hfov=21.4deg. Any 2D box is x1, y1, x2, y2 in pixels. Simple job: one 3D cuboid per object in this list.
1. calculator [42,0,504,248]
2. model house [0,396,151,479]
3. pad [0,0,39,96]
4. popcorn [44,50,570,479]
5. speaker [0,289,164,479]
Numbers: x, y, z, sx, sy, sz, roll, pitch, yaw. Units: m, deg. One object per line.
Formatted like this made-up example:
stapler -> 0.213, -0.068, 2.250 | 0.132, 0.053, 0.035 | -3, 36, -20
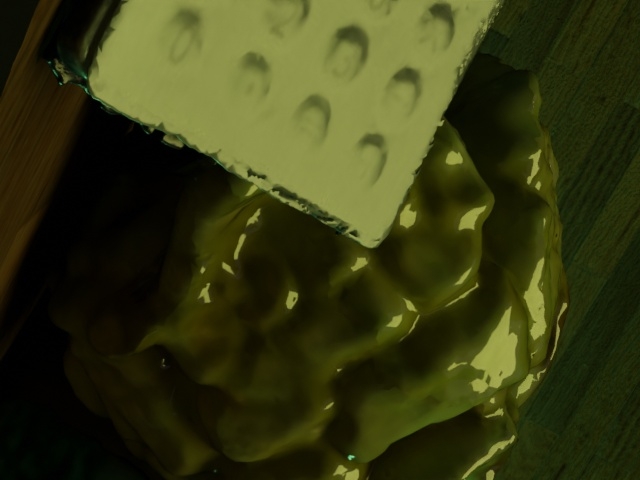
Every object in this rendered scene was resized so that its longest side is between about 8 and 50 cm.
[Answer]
calculator -> 0.030, -0.136, 0.534 | 0.021, 0.161, 0.261 | 27, -91, 42
model house -> -0.175, 0.259, 0.817 | 0.241, 0.226, 0.261 | -44, 166, -45
pad -> -0.105, 0.022, 0.285 | 0.202, 0.005, 0.299 | -59, -176, 33
popcorn -> 0.006, 0.006, 0.833 | 0.293, 0.237, 0.293 | -44, -164, 16
speaker -> -0.077, 0.126, 0.990 | 0.153, 0.231, 0.192 | -58, -175, 50
